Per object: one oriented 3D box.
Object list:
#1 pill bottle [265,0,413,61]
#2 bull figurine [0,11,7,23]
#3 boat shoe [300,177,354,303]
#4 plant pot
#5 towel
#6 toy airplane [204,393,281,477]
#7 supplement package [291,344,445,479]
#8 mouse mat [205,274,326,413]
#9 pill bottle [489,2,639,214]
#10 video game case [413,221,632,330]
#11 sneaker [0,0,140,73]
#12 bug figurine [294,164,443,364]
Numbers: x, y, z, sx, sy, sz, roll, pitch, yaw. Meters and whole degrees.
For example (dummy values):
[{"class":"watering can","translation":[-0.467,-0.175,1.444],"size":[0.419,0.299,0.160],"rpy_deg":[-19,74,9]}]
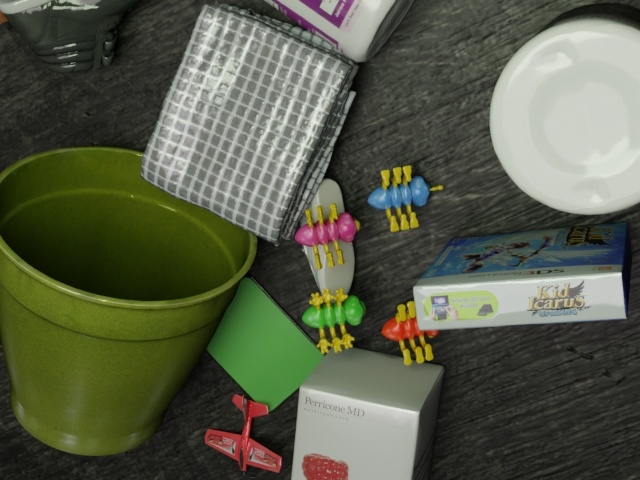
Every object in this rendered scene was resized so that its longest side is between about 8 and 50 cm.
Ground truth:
[{"class":"pill bottle","translation":[-0.023,-0.378,1.381],"size":[0.301,0.169,0.169],"rpy_deg":[35,113,4]},{"class":"bull figurine","translation":[-0.509,-0.449,1.521],"size":[0.188,0.101,0.310],"rpy_deg":[-32,111,27]},{"class":"boat shoe","translation":[0.000,0.000,1.548],"size":[0.063,0.066,0.184],"rpy_deg":[7,116,48]},{"class":"plant pot","translation":[-0.311,0.109,1.545],"size":[0.367,0.366,0.353],"rpy_deg":[25,123,9]},{"class":"towel","translation":[-0.096,-0.166,1.462],"size":[0.235,0.121,0.283],"rpy_deg":[25,102,14]},{"class":"toy airplane","translation":[-0.119,0.306,1.689],"size":[0.151,0.028,0.151],"rpy_deg":[11,111,31]},{"class":"supplement package","translation":[0.063,0.327,1.560],"size":[0.178,0.175,0.292],"rpy_deg":[10,108,15]},{"class":"mouse mat","translation":[-0.097,0.162,1.653],"size":[0.189,0.007,0.152],"rpy_deg":[47,114,1]},{"class":"pill bottle","translation":[0.319,-0.167,1.232],"size":[0.204,0.361,0.204],"rpy_deg":[5,108,16]},{"class":"video game case","translation":[0.265,0.040,1.360],"size":[0.244,0.269,0.061],"rpy_deg":[-4,102,18]},{"class":"sneaker","translation":[-0.294,-0.335,1.527],"size":[0.296,0.104,0.147],"rpy_deg":[-19,133,1]},{"class":"bug figurine","translation":[0.075,0.036,1.497],"size":[0.216,0.072,0.279],"rpy_deg":[-8,101,-9]}]
